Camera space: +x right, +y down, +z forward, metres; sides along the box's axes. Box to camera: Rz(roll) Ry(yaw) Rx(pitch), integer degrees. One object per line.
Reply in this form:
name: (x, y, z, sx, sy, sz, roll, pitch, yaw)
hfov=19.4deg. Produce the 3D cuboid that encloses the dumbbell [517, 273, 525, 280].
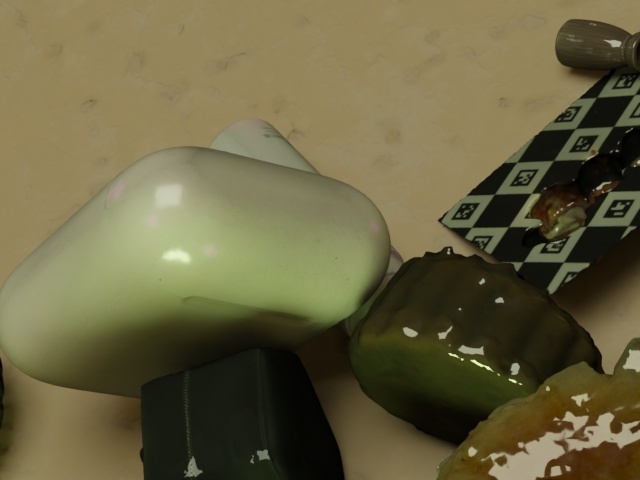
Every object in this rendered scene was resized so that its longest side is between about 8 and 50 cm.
dumbbell: (0.166, 0.061, 1.851, 0.083, 0.040, 0.036, -25, 16, 5)

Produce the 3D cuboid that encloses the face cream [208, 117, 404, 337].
face cream: (0.000, 0.000, 1.929, 0.102, 0.102, 0.345, -38, 49, -7)

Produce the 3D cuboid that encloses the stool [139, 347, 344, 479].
stool: (-0.068, 0.214, 1.723, 0.141, 0.232, 0.232, -19, 49, 13)

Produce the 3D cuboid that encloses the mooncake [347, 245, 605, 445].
mooncake: (0.146, 0.105, 1.706, 0.228, 0.228, 0.124, 13, 60, 31)

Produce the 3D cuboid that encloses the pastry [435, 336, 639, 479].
pastry: (0.215, 0.245, 1.411, 0.330, 0.136, 0.329, -10, 53, 14)

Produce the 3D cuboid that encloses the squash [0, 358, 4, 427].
squash: (-0.427, 0.160, 1.949, 0.218, 0.172, 0.218, -8, 56, 12)

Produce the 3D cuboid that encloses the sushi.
sushi: (0.291, -0.059, 1.880, 0.290, 0.050, 0.264, -40, 29, -7)

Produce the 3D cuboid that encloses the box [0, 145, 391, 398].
box: (-0.124, 0.040, 1.772, 0.349, 0.289, 0.141, -36, 51, 43)

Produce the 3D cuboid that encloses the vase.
vase: (0.301, -0.203, 1.972, 0.101, 0.053, 0.053, 13, 61, 43)
